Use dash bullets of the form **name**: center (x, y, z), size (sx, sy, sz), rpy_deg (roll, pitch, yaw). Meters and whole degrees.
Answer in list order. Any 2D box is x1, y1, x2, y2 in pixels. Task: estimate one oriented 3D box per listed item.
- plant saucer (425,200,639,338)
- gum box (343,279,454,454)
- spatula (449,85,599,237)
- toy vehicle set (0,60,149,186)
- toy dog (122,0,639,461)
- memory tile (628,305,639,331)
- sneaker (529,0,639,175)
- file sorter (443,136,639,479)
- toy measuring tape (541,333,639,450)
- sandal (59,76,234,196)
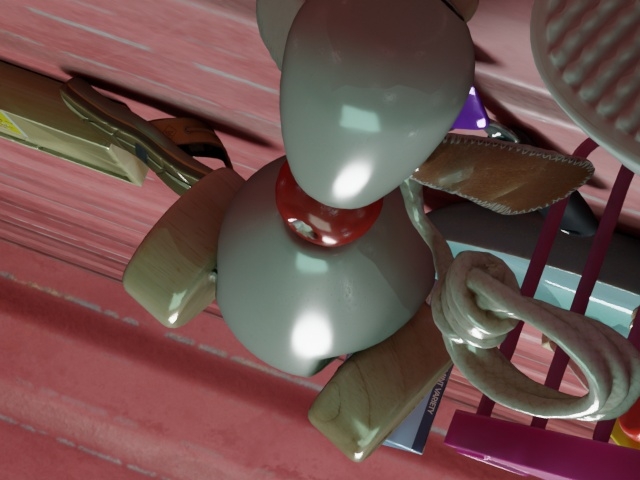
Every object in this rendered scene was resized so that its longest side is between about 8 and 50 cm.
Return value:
- **plant saucer**: center (0.204, 0.037, 1.377), size (0.317, 0.043, 0.317), rpy_deg (20, 172, 3)
- **gum box**: center (0.072, 0.110, 1.829), size (0.041, 0.157, 0.184), rpy_deg (23, 173, -17)
- **spatula**: center (0.087, -0.055, 1.050), size (0.084, 0.030, 0.296), rpy_deg (13, 170, 34)
- **toy vehicle set**: center (-0.269, -0.116, 1.563), size (0.267, 0.035, 0.166), rpy_deg (20, 173, 5)
- **toy dog**: center (0.031, -0.030, 0.893), size (0.220, 0.161, 0.334), rpy_deg (45, 154, -11)
- **memory tile**: center (0.265, 0.046, 1.188), size (0.148, 0.012, 0.113), rpy_deg (12, 149, 5)
- **sneaker**: center (0.212, -0.026, 0.658), size (0.282, 0.102, 0.161), rpy_deg (18, 176, 17)
- **file sorter**: center (0.220, 0.049, 0.858), size (0.202, 0.182, 0.291), rpy_deg (21, 174, -16)
- **toy measuring tape**: center (0.285, 0.118, 1.662), size (0.121, 0.121, 0.330), rpy_deg (24, -165, -25)
- **sandal**: center (-0.105, -0.071, 1.432), size (0.180, 0.049, 0.072), rpy_deg (35, 167, 0)
